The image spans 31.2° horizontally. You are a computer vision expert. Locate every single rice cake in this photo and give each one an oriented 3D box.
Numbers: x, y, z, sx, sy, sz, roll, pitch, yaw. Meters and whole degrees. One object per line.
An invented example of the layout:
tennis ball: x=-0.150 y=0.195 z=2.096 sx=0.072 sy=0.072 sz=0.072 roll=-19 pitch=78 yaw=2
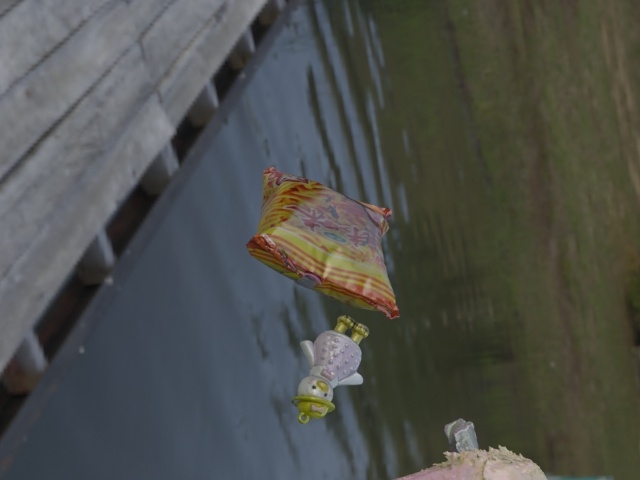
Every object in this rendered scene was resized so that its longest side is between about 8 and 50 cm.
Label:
rice cake: x=0.276 y=0.457 z=2.074 sx=0.049 sy=0.055 sz=0.270 roll=143 pitch=-65 yaw=-69

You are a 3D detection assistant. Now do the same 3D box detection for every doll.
doll: x=0.012 y=0.224 z=1.968 sx=0.207 sy=0.129 sz=0.081 roll=-61 pitch=-169 yaw=-26

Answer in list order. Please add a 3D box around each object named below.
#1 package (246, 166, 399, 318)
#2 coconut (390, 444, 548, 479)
package: x=0.006 y=0.003 z=1.606 sx=0.288 sy=0.223 sz=0.108 roll=-82 pitch=-162 yaw=-60
coconut: x=0.112 y=0.307 z=1.016 sx=0.233 sy=0.245 sz=0.233 roll=29 pitch=47 yaw=-37
